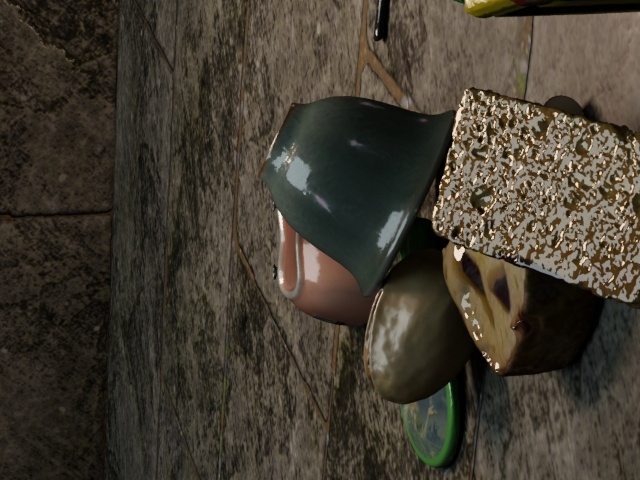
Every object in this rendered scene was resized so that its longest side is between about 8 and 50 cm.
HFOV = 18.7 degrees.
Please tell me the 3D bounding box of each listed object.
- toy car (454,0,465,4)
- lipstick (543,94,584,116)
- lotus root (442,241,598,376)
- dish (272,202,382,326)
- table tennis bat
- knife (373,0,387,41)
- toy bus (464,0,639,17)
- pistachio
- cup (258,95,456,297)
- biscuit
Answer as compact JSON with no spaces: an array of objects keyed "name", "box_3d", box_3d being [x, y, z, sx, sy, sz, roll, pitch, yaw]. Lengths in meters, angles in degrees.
[{"name":"toy car","box_3d":[0.132,-0.293,1.685,0.224,0.090,0.076,109,-178,-58]},{"name":"lipstick","box_3d":[0.182,-0.079,1.634,0.131,0.038,0.038,126,139,-67]},{"name":"lotus root","box_3d":[0.170,0.027,1.640,0.261,0.074,0.170,114,147,-60]},{"name":"dish","box_3d":[0.000,0.000,2.215,0.213,0.090,0.213,177,90,-74]},{"name":"table tennis bat","box_3d":[0.104,0.103,1.964,0.160,0.039,0.257,-163,68,-72]},{"name":"knife","box_3d":[0.071,-0.289,2.058,0.023,0.010,0.170,-119,31,-59]},{"name":"toy bus","box_3d":[0.196,-0.365,1.218,0.249,0.209,0.440,-177,82,-76]},{"name":"pistachio","box_3d":[0.095,0.084,1.844,0.149,0.113,0.113,-63,16,-2]},{"name":"cup","box_3d":[0.023,-0.066,1.864,0.199,0.150,0.199,-64,2,4]},{"name":"biscuit","box_3d":[0.179,-0.036,1.486,0.231,0.025,0.131,23,102,47]}]
